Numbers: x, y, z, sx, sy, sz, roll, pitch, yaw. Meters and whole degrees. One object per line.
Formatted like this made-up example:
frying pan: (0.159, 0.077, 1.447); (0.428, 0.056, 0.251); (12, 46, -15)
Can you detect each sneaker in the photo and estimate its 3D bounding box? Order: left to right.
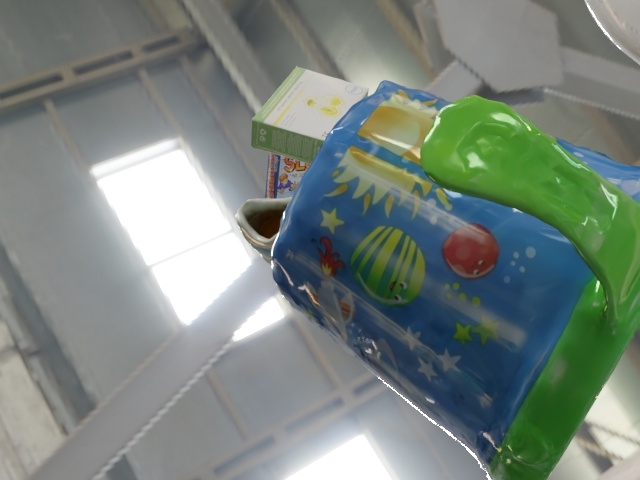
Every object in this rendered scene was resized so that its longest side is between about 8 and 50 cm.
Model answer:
sneaker: (0.000, 0.000, 1.375); (0.228, 0.087, 0.092); (7, -24, 33)

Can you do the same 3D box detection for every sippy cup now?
sippy cup: (0.098, 0.015, 0.759); (0.224, 0.240, 0.305); (30, -52, 13)

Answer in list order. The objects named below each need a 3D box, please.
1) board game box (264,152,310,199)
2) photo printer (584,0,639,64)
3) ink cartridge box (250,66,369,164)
board game box: (0.002, -0.101, 1.926); (0.035, 0.201, 0.136); (23, -68, 53)
photo printer: (0.429, -0.319, 1.220); (0.307, 0.107, 0.256); (-52, -139, 18)
ink cartridge box: (0.039, -0.161, 1.659); (0.235, 0.171, 0.056); (17, -50, 14)
